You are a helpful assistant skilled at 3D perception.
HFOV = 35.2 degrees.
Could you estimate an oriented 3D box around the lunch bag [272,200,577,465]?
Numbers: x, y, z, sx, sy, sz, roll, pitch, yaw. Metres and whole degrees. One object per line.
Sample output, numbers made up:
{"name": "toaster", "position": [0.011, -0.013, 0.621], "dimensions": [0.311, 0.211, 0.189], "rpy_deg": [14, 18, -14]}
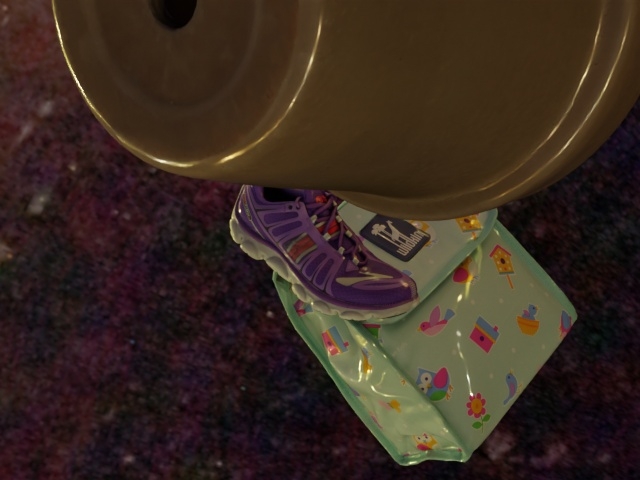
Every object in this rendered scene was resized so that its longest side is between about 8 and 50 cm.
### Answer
{"name": "lunch bag", "position": [0.100, 0.062, 1.036], "dimensions": [0.223, 0.262, 0.160], "rpy_deg": [-43, 9, -30]}

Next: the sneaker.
{"name": "sneaker", "position": [0.000, 0.000, 0.734], "dimensions": [0.170, 0.068, 0.071], "rpy_deg": [33, 123, 27]}

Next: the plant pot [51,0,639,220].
{"name": "plant pot", "position": [0.007, -0.125, 0.483], "dimensions": [0.263, 0.229, 0.262], "rpy_deg": [10, 108, 34]}
